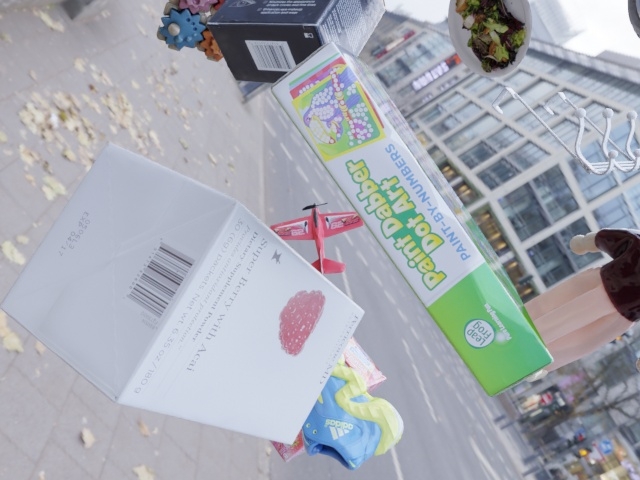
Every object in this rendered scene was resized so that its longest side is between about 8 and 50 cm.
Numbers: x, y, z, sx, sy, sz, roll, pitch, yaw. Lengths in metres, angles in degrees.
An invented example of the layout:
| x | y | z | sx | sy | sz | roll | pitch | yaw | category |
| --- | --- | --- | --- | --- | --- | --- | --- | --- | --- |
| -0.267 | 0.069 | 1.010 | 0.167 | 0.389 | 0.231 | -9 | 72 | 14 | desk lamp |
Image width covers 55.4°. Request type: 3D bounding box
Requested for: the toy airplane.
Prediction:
| x | y | z | sx | sy | sz | roll | pitch | yaw | category |
| --- | --- | --- | --- | --- | --- | --- | --- | --- | --- |
| 0.000 | 0.000 | 0.938 | 0.028 | 0.151 | 0.151 | 78 | -10 | -52 | toy airplane |

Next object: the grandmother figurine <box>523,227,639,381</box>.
| x | y | z | sx | sy | sz | roll | pitch | yaw | category |
| --- | --- | --- | --- | --- | --- | --- | --- | --- | --- |
| 0.386 | 0.070 | 0.784 | 0.104 | 0.342 | 0.208 | -1 | 57 | -40 | grandmother figurine |

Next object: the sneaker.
| x | y | z | sx | sy | sz | roll | pitch | yaw | category |
| --- | --- | --- | --- | --- | --- | --- | --- | --- | --- |
| -0.003 | 0.222 | 0.865 | 0.240 | 0.126 | 0.091 | 38 | -30 | 25 | sneaker |

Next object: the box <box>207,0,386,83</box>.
| x | y | z | sx | sy | sz | roll | pitch | yaw | category |
| --- | --- | --- | --- | --- | --- | --- | --- | --- | --- |
| -0.024 | -0.276 | 0.749 | 0.155 | 0.158 | 0.093 | 13 | -31 | 29 | box |

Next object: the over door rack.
| x | y | z | sx | sy | sz | roll | pitch | yaw | category |
| --- | --- | --- | --- | --- | --- | --- | --- | --- | --- |
| 0.582 | -0.266 | 1.364 | 0.239 | 0.108 | 0.324 | -7 | 41 | -37 | over door rack |

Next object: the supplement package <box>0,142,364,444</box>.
| x | y | z | sx | sy | sz | roll | pitch | yaw | category |
| --- | --- | --- | --- | --- | --- | --- | --- | --- | --- |
| -0.110 | 0.069 | 0.608 | 0.175 | 0.178 | 0.293 | 24 | -11 | 31 | supplement package |

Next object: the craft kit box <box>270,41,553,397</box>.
| x | y | z | sx | sy | sz | roll | pitch | yaw | category |
| --- | --- | --- | --- | --- | --- | --- | --- | --- | --- |
| 0.076 | -0.036 | 0.498 | 0.250 | 0.061 | 0.247 | 54 | 17 | -7 | craft kit box |

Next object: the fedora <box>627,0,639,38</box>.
| x | y | z | sx | sy | sz | roll | pitch | yaw | category |
| --- | --- | --- | --- | --- | --- | --- | --- | --- | --- |
| 0.612 | -0.418 | 0.943 | 0.124 | 0.276 | 0.243 | 15 | -5 | -22 | fedora |

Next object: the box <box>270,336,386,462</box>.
| x | y | z | sx | sy | sz | roll | pitch | yaw | category |
| --- | --- | --- | --- | --- | --- | --- | --- | --- | --- |
| -0.003 | 0.332 | 1.295 | 0.128 | 0.257 | 0.122 | 49 | 18 | 21 | box |

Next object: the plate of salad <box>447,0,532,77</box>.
| x | y | z | sx | sy | sz | roll | pitch | yaw | category |
| --- | --- | --- | --- | --- | --- | --- | --- | --- | --- |
| 0.299 | -0.396 | 1.115 | 0.200 | 0.048 | 0.200 | 40 | -37 | 39 | plate of salad |

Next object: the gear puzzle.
| x | y | z | sx | sy | sz | roll | pitch | yaw | category |
| --- | --- | --- | --- | --- | --- | --- | --- | --- | --- |
| -0.133 | -0.399 | 1.177 | 0.338 | 0.175 | 0.044 | 7 | 46 | -30 | gear puzzle |
